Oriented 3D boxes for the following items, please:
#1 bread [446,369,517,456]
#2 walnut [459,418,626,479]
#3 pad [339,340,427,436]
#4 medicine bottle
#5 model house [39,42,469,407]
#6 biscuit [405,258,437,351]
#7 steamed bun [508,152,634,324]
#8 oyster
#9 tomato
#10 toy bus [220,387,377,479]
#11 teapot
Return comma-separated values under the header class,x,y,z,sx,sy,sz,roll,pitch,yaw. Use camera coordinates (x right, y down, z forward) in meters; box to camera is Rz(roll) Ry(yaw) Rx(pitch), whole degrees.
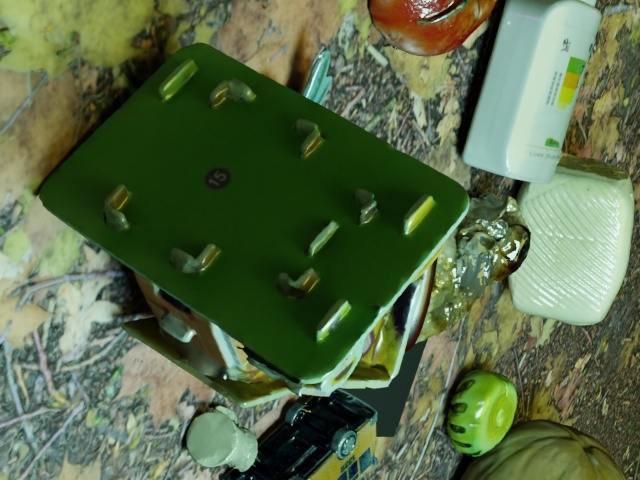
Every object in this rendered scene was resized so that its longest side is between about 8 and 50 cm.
class,x,y,z,sx,sy,sz,roll,pitch,yaw
bread,0.232,0.245,1.788,0.139,0.071,0.130,-12,114,-54
walnut,0.329,0.430,1.872,0.277,0.252,0.313,-2,121,-58
pad,0.062,0.173,1.553,0.243,0.004,0.164,15,95,-59
medicine bottle,0.276,-0.225,1.557,0.161,0.111,0.296,4,103,-57
model house,0.000,0.000,1.102,0.340,0.300,0.324,-48,153,-21
biscuit,0.048,0.053,1.406,0.235,0.063,0.151,6,101,-55
steamed bun,0.358,-0.008,1.763,0.152,0.169,0.239,-50,148,-62
oyster,0.188,0.028,1.578,0.233,0.107,0.162,-46,148,-30
tomato,0.153,-0.304,1.336,0.228,0.101,0.228,-39,139,-43
toy bus,-0.017,0.256,1.392,0.182,0.091,0.103,-39,139,-35
teapot,-0.098,0.208,1.288,0.083,0.057,0.067,43,42,-62
